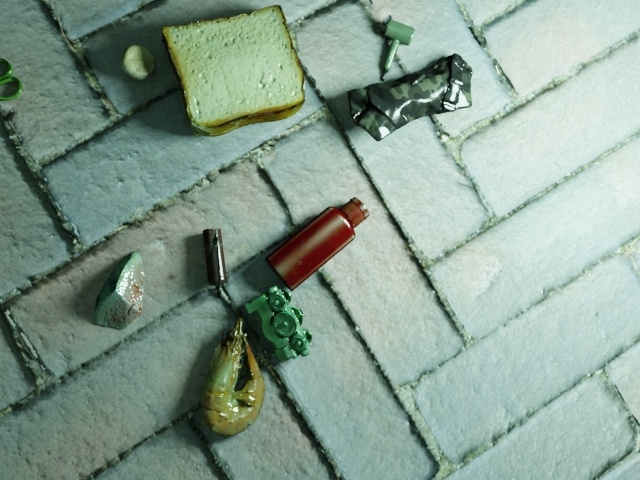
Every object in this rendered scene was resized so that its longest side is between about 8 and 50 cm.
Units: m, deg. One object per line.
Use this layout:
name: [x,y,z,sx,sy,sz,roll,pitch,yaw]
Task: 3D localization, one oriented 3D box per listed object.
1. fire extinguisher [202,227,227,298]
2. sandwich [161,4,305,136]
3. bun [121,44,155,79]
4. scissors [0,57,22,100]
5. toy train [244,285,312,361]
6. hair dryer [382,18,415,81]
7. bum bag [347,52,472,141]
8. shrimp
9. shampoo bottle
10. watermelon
fire extinguisher: [-0.240,0.050,1.751,0.045,0.078,0.157,-5,80,-13]
sandwich: [-0.195,-0.396,1.798,0.301,0.099,0.271,-15,90,-12]
bun: [-0.429,-0.414,1.790,0.086,0.054,0.086,9,73,-32]
scissors: [-0.791,-0.336,1.748,0.204,0.027,0.101,-31,85,-12]
toy train: [-0.092,0.194,1.749,0.104,0.071,0.178,-27,91,15]
hair dryer: [0.176,-0.464,1.887,0.071,0.047,0.150,19,92,-3]
bum bag: [0.228,-0.345,1.848,0.340,0.095,0.144,-22,83,-16]
shrimp: [-0.193,0.308,1.733,0.145,0.061,0.267,7,79,-15]
shampoo bottle: [0.000,0.000,1.791,0.260,0.064,0.102,-39,97,-11]
watermelon: [-0.445,0.111,1.731,0.094,0.081,0.180,14,87,-31]
